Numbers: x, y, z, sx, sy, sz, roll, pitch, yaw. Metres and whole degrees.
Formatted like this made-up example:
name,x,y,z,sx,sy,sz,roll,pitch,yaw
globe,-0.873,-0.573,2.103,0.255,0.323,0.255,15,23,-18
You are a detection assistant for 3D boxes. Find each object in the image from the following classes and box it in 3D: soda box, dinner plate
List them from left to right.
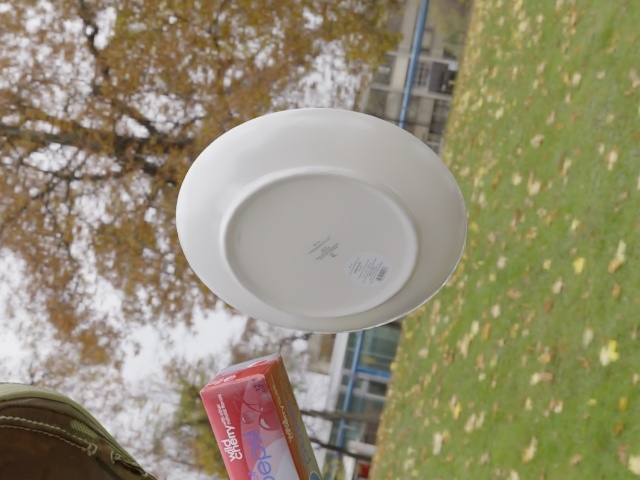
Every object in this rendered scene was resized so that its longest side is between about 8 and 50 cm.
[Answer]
name,x,y,z,sx,sy,sz,roll,pitch,yaw
soda box,-0.054,0.276,1.038,0.092,0.084,0.263,-43,-65,-76
dinner plate,0.000,0.000,0.420,0.017,0.141,0.141,-87,0,-48

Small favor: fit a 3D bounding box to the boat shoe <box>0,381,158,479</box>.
name,x,y,z,sx,sy,sz,roll,pitch,yaw
boat shoe,-0.161,0.174,0.601,0.095,0.095,0.257,-56,-30,-12
